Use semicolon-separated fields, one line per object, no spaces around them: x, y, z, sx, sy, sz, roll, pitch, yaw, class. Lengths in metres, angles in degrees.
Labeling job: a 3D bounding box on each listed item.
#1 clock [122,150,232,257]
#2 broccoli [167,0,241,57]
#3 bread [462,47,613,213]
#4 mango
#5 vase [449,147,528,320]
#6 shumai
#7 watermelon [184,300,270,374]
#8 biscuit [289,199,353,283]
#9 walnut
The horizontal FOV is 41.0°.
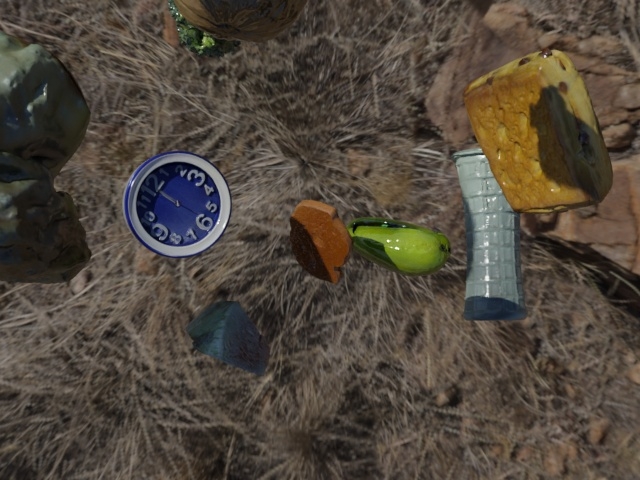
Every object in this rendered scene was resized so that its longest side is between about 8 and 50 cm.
-0.311;-0.078;1.859;0.230;0.083;0.230;-1;94;-17;clock
-0.174;-0.423;1.460;0.176;0.198;0.226;-22;51;3;broccoli
0.328;-0.156;1.271;0.099;0.210;0.235;-26;97;-25;bread
0.107;0.010;1.239;0.165;0.091;0.074;9;79;28;mango
0.305;-0.007;1.519;0.143;0.143;0.298;-1;85;-1;vase
-0.373;-0.094;0.879;0.304;0.309;0.263;12;82;-29;shumai
-0.127;0.127;1.138;0.081;0.180;0.094;-42;125;-11;watermelon
0.000;0.000;1.162;0.102;0.019;0.130;32;139;21;biscuit
-0.118;-0.402;1.235;0.228;0.228;0.228;0;95;-1;walnut
